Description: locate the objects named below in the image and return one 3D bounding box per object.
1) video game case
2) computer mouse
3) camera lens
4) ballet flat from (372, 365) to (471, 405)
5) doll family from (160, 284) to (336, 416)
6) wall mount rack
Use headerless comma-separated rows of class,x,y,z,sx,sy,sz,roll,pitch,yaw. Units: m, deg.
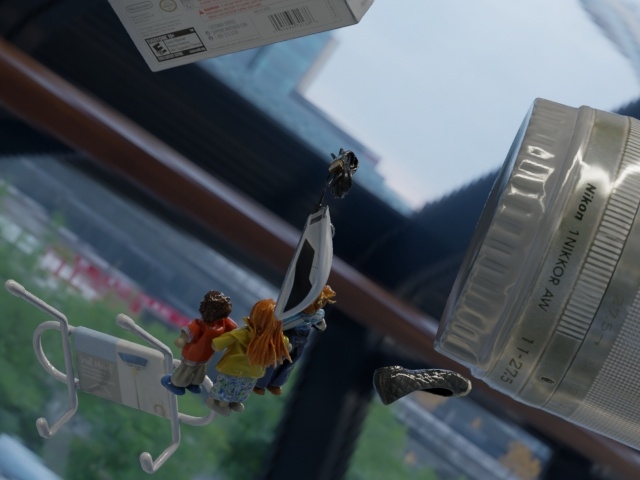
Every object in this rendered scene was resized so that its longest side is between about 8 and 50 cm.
video game case,-0.113,-0.300,1.578,0.269,0.061,0.244,-8,-54,36
computer mouse,0.000,0.000,1.711,0.042,0.193,0.106,20,12,-4
camera lens,0.244,0.039,1.160,0.274,0.219,0.219,22,-1,3
ballet flat,0.128,0.188,2.049,0.173,0.049,0.057,8,-19,-44
doll family,-0.056,0.118,1.933,0.118,0.163,0.263,39,29,26
wall mount rack,-0.329,0.185,2.421,0.350,0.304,0.130,14,35,26
